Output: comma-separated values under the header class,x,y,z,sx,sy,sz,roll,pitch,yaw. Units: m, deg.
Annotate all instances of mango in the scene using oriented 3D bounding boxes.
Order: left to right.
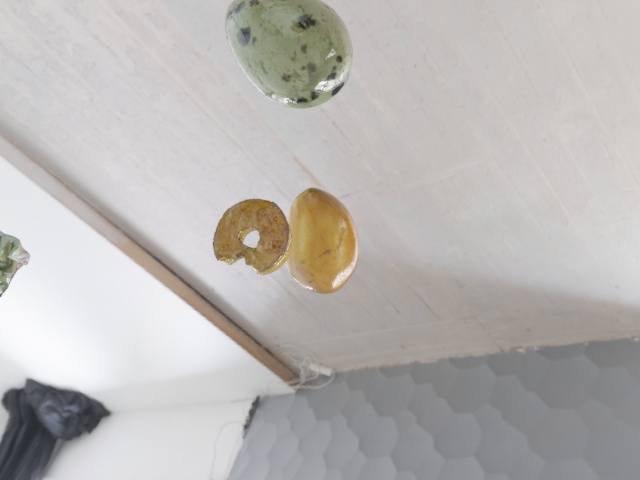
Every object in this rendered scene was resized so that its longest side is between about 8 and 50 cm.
class,x,y,z,sx,sy,sz,roll,pitch,yaw
mango,0.000,0.000,1.048,0.144,0.112,0.219,-8,122,-2

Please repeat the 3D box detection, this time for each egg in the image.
class,x,y,z,sx,sy,sz,roll,pitch,yaw
egg,-0.055,-0.317,0.909,0.228,0.177,0.177,34,142,4

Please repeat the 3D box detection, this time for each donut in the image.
class,x,y,z,sx,sy,sz,roll,pitch,yaw
donut,-0.082,-0.003,0.715,0.108,0.097,0.043,21,169,24

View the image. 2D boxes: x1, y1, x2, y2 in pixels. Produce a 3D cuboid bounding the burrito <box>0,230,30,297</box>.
class,x,y,z,sx,sy,sz,roll,pitch,yaw
burrito,-0.556,0.013,0.803,0.229,0.089,0.144,23,115,-37
